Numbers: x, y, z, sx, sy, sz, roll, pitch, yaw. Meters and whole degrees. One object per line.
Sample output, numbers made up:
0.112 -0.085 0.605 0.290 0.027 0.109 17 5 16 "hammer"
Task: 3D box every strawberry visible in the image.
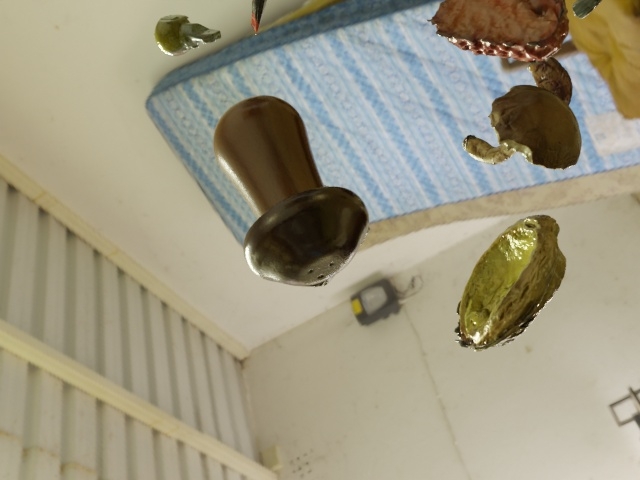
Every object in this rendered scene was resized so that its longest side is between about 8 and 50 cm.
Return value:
0.389 -0.453 1.324 0.280 0.254 0.150 26 171 40 "strawberry"

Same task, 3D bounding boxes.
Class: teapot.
0.605 -0.533 1.477 0.043 0.042 0.110 61 155 1 "teapot"

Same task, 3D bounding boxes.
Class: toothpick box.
-0.054 -0.072 1.021 0.294 0.192 0.192 62 -169 29 "toothpick box"

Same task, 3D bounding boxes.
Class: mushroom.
0.492 -0.241 1.603 0.233 0.207 0.302 58 180 9 "mushroom"

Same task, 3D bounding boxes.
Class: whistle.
-0.380 -0.574 1.909 0.123 0.223 0.123 -40 -45 -54 "whistle"

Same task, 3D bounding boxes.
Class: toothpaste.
-0.167 -0.677 1.879 0.045 0.194 0.071 1 -139 -24 "toothpaste"

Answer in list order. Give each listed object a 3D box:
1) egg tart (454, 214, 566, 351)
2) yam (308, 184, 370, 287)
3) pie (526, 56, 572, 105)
0.344 0.083 1.202 0.095 0.279 0.279 30 -162 -7 "egg tart"
0.004 0.003 1.934 0.201 0.271 0.202 49 -162 14 "yam"
0.577 -0.389 1.679 0.034 0.092 0.170 -10 -106 -51 "pie"
